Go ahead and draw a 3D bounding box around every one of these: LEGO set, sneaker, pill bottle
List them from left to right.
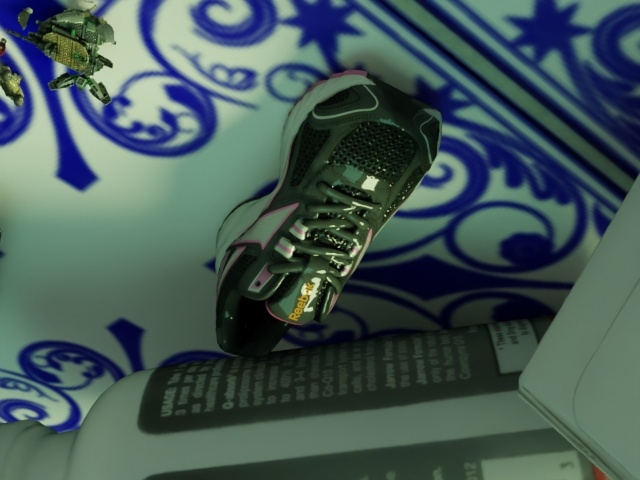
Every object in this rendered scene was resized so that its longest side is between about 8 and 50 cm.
[{"bbox_3d":[-0.115,-0.085,0.522,0.083,0.023,0.054,5,142,26],"label":"LEGO set"},{"bbox_3d":[-0.007,0.159,0.616,0.363,0.210,0.210,-7,141,5],"label":"pill bottle"},{"bbox_3d":[0.000,0.000,0.558,0.072,0.077,0.178,18,141,-14],"label":"sneaker"}]

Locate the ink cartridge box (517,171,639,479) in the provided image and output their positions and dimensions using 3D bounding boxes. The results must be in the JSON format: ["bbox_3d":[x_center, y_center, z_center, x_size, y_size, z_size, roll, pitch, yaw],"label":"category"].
[{"bbox_3d":[0.257,0.056,0.429,0.270,0.197,0.198,26,98,-22],"label":"ink cartridge box"}]

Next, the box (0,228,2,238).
[{"bbox_3d":[-0.272,0.075,0.599,0.051,0.220,0.175,46,142,12],"label":"box"}]
